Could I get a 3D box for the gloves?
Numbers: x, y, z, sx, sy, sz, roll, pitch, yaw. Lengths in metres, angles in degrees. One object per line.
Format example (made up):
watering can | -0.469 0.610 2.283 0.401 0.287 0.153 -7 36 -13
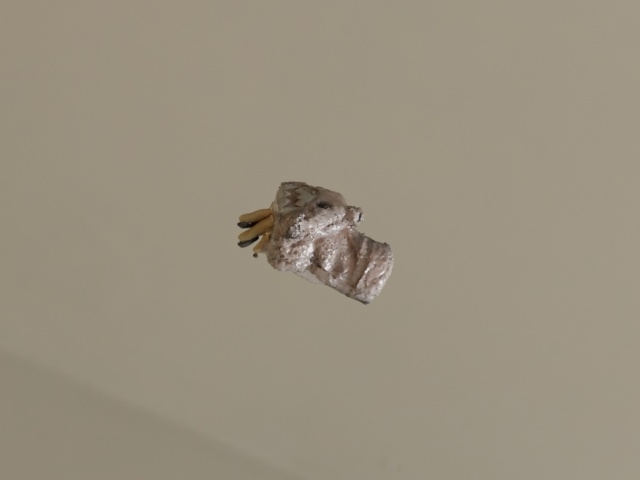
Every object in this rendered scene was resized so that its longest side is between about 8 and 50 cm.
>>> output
gloves | 0.002 0.000 1.776 0.144 0.094 0.110 30 -172 -27
